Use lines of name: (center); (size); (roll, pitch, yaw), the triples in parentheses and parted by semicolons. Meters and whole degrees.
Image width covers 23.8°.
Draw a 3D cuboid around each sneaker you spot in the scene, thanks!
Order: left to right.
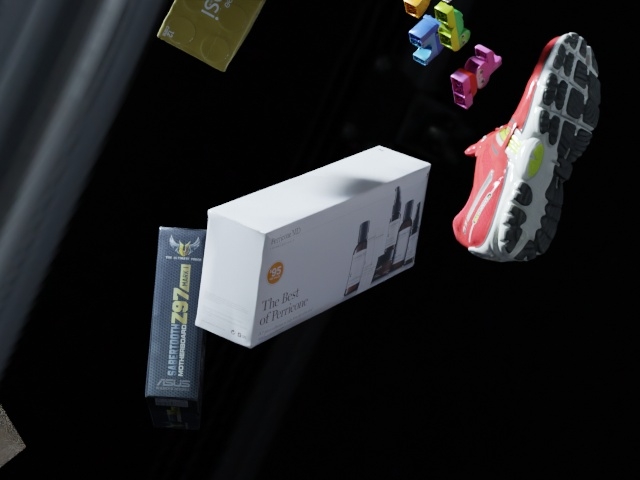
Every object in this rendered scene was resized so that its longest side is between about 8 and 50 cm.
sneaker: (0.219, -0.111, 1.686); (0.107, 0.118, 0.279); (37, -110, -40)

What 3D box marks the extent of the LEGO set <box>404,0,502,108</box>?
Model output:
LEGO set: (0.153, -0.272, 1.740); (0.093, 0.087, 0.227); (-44, -34, -20)

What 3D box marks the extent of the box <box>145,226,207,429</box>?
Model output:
box: (-0.154, 0.102, 1.669); (0.059, 0.233, 0.183); (5, -104, -4)

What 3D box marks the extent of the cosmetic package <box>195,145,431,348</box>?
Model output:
cosmetic package: (0.000, 0.000, 1.216); (0.239, 0.060, 0.099); (-25, -53, -52)

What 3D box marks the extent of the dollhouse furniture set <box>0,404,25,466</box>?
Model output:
dollhouse furniture set: (-0.334, 0.214, 1.113); (0.242, 0.212, 0.161); (61, -149, -5)

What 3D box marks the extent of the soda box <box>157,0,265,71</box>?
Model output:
soda box: (-0.055, -0.222, 1.158); (0.061, 0.058, 0.181); (28, -61, -6)
